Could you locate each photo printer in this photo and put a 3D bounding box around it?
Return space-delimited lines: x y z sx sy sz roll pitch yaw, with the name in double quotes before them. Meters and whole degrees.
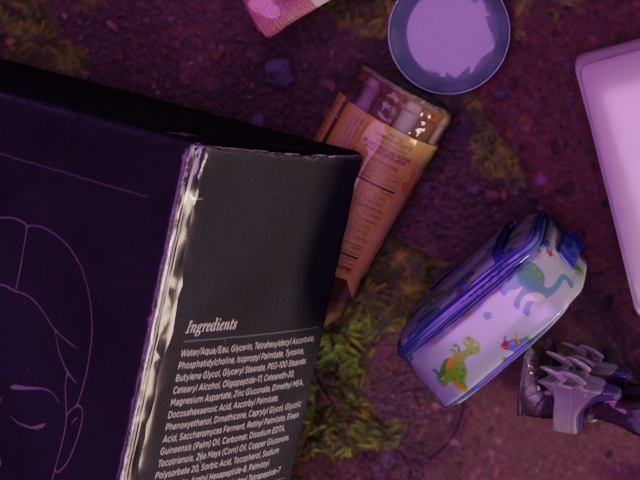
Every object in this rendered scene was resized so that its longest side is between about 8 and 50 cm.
"photo printer" 0.408 -0.083 1.645 0.308 0.107 0.256 -13 91 15

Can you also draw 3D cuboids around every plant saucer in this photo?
"plant saucer" 0.125 -0.200 1.750 0.119 0.021 0.119 1 95 14

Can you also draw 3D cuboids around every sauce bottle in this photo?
"sauce bottle" 0.000 0.000 1.753 0.111 0.111 0.344 32 102 10

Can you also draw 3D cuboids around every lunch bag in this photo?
"lunch bag" 0.161 0.055 1.660 0.176 0.219 0.090 -40 91 14

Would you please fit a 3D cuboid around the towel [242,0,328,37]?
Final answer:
"towel" 0.025 -0.367 1.667 0.329 0.037 0.237 -29 85 23

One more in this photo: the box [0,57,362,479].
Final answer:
"box" -0.273 0.089 1.678 0.480 0.297 0.471 17 100 29

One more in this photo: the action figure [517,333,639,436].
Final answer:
"action figure" 0.326 0.160 1.658 0.285 0.185 0.099 13 115 19
